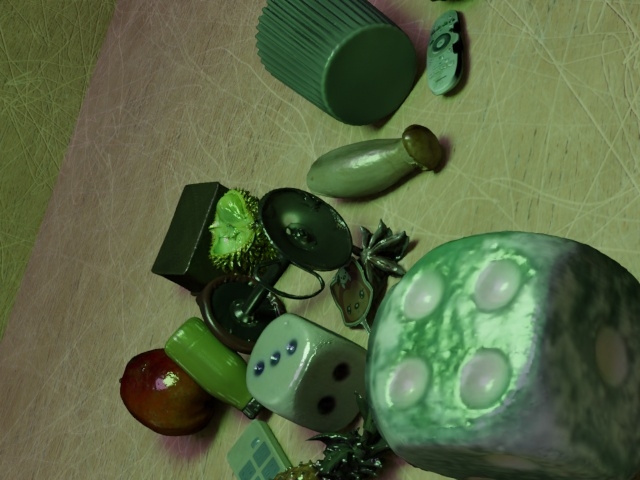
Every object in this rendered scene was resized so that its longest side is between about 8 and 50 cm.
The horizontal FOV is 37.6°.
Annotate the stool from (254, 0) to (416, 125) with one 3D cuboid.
[{"bbox_3d":[0.044,-0.449,2.240,0.297,0.297,0.330,-54,41,10],"label":"stool"}]

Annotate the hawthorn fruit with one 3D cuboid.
[{"bbox_3d":[-0.372,0.355,2.232,0.261,0.224,0.224,10,71,14],"label":"hawthorn fruit"}]

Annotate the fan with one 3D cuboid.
[{"bbox_3d":[0.080,0.143,1.962,0.132,0.009,0.220,-55,48,42],"label":"fan"}]

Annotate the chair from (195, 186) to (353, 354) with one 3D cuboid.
[{"bbox_3d":[-0.119,0.093,2.075,0.401,0.227,0.226,-52,33,40],"label":"chair"}]

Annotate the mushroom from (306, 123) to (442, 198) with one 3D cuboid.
[{"bbox_3d":[0.114,-0.168,2.086,0.350,0.128,0.128,-17,54,42],"label":"mushroom"}]

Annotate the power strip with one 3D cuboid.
[{"bbox_3d":[-0.118,0.493,1.996,0.118,0.046,0.270,-55,35,9],"label":"power strip"}]

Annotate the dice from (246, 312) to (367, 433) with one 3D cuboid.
[{"bbox_3d":[-0.021,0.267,1.900,0.193,0.194,0.192,25,86,57],"label":"dice"}]

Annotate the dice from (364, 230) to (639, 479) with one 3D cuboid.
[{"bbox_3d":[0.293,0.196,1.435,0.348,0.330,0.328,-12,57,46],"label":"dice"}]

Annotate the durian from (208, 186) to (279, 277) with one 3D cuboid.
[{"bbox_3d":[-0.172,-0.010,2.293,0.200,0.176,0.237,-58,29,22],"label":"durian"}]

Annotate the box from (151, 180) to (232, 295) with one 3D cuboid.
[{"bbox_3d":[-0.309,-0.004,2.489,0.184,0.143,0.273,-3,64,51],"label":"box"}]

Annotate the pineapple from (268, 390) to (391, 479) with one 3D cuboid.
[{"bbox_3d":[0.037,0.425,1.780,0.364,0.165,0.165,-46,37,8],"label":"pineapple"}]

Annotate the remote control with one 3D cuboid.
[{"bbox_3d":[0.284,-0.423,2.116,0.097,0.045,0.256,-25,46,39],"label":"remote control"}]

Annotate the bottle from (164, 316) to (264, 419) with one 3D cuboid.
[{"bbox_3d":[-0.224,0.292,2.107,0.112,0.260,0.112,-47,-6,-6],"label":"bottle"}]

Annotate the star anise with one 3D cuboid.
[{"bbox_3d":[0.115,0.049,1.990,0.204,0.061,0.180,-49,42,19],"label":"star anise"}]
